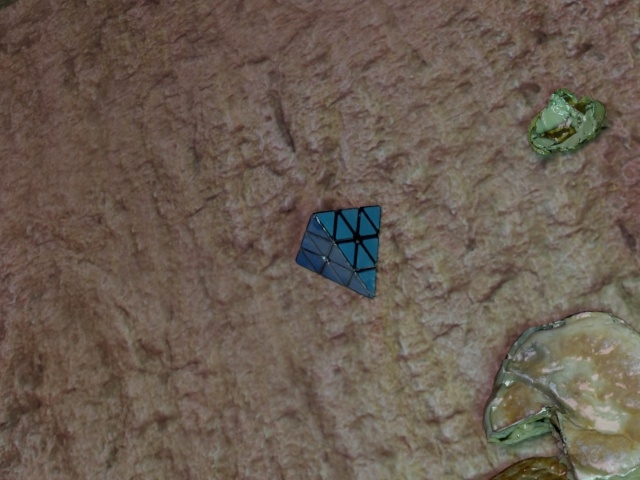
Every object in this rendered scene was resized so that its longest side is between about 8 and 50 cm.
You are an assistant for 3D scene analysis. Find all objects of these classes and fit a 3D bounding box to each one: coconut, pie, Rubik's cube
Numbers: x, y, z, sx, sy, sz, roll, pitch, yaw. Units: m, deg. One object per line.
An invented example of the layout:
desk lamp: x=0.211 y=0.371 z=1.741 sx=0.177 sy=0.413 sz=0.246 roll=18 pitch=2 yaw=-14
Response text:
coconut: x=0.479 y=-0.230 z=1.945 sx=0.158 sy=0.055 sz=0.133 roll=-16 pitch=54 yaw=17
pie: x=0.347 y=0.421 z=1.612 sx=0.194 sy=0.079 sz=0.163 roll=-4 pitch=45 yaw=23
Rubik's cube: x=0.000 y=0.000 z=1.988 sx=0.191 sy=0.178 sz=0.211 roll=-14 pitch=55 yaw=24
pie: x=0.435 y=0.259 z=1.653 sx=0.338 sy=0.075 sz=0.337 roll=-13 pitch=47 yaw=15
